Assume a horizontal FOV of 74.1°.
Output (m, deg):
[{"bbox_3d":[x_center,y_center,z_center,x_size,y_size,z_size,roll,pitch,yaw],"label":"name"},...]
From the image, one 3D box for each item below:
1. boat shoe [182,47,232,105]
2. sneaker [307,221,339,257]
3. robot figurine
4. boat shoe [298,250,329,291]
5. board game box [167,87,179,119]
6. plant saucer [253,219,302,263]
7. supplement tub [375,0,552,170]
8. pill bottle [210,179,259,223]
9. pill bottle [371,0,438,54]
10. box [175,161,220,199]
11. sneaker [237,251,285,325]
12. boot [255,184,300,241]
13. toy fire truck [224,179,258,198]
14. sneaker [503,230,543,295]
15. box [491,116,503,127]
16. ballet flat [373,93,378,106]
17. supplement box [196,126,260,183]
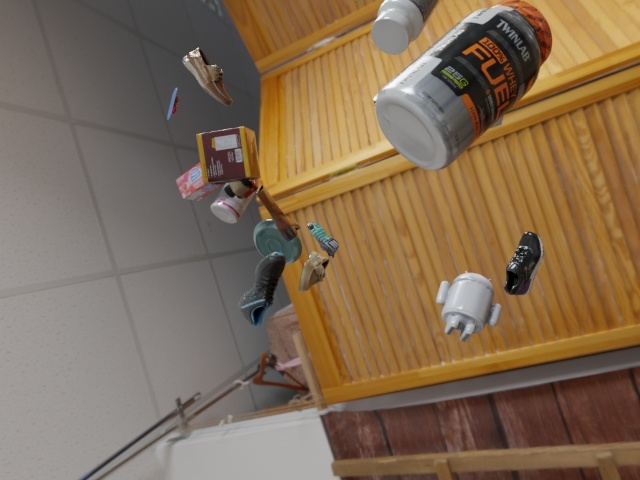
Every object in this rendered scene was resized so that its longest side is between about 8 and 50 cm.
[{"bbox_3d":[-0.535,-0.801,2.068,0.324,0.116,0.123,50,-166,0],"label":"boat shoe"},{"bbox_3d":[0.000,0.000,2.256,0.083,0.098,0.224,-24,-123,-36],"label":"sneaker"},{"bbox_3d":[0.704,0.299,2.019,0.353,0.300,0.199,-57,-12,-30],"label":"robot figurine"},{"bbox_3d":[-0.028,0.156,2.133,0.341,0.110,0.121,-64,-12,-62],"label":"boat shoe"},{"bbox_3d":[-0.750,-0.700,2.185,0.033,0.133,0.168,13,-87,-30],"label":"board game box"},{"bbox_3d":[-0.261,0.023,2.497,0.317,0.318,0.043,63,-146,-23],"label":"plant saucer"},{"bbox_3d":[0.295,-0.322,0.872,0.207,0.338,0.207,46,171,9],"label":"supplement tub"},{"bbox_3d":[-0.459,-0.247,2.309,0.160,0.161,0.283,54,-128,-42],"label":"pill bottle"},{"bbox_3d":[0.369,-0.982,1.809,0.361,0.204,0.204,-60,-42,-21],"label":"pill bottle"},{"bbox_3d":[-0.618,-0.326,2.246,0.122,0.257,0.128,64,-159,10],"label":"box"},{"bbox_3d":[-0.224,0.206,1.786,0.125,0.340,0.139,10,-153,-40],"label":"sneaker"},{"bbox_3d":[-0.218,-0.141,2.059,0.280,0.096,0.264,55,-167,-11],"label":"boot"},{"bbox_3d":[-0.369,-0.280,1.945,0.217,0.158,0.246,57,-162,16],"label":"toy fire truck"},{"bbox_3d":[0.860,0.100,1.808,0.124,0.107,0.283,3,-82,-35],"label":"sneaker"},{"bbox_3d":[0.799,-0.744,2.089,0.345,0.168,0.215,82,166,-52],"label":"box"},{"bbox_3d":[0.226,-0.382,1.185,0.067,0.073,0.206,45,177,-30],"label":"ballet flat"},{"bbox_3d":[-0.357,-0.327,1.661,0.129,0.194,0.191,-33,-64,-79],"label":"supplement box"}]
